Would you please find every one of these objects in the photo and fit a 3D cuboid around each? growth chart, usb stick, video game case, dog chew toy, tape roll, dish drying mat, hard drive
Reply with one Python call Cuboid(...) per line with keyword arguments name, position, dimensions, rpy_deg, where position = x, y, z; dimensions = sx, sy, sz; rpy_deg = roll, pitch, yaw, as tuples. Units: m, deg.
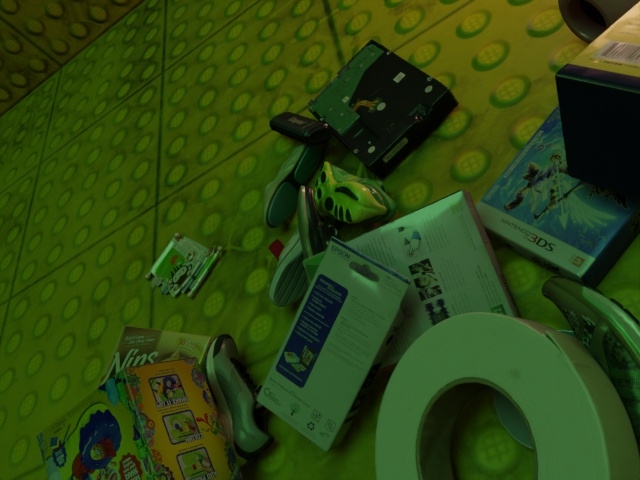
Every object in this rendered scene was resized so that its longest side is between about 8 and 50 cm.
Cuboid(name="growth chart", position=(-0.354, 0.066, 1.624), dimensions=(0.237, 0.021, 0.171), rpy_deg=(17, 74, 46))
Cuboid(name="usb stick", position=(-0.051, -0.273, 1.540), dimensions=(0.077, 0.045, 0.278), rpy_deg=(-20, 23, -16))
Cuboid(name="video game case", position=(0.421, -0.082, 1.059), dimensions=(0.269, 0.061, 0.244), rpy_deg=(-51, 44, -2))
Cuboid(name="dog chew toy", position=(0.586, -0.496, 1.126), dimensions=(0.332, 0.206, 0.206), rpy_deg=(-42, 42, -3))
Cuboid(name="tape roll", position=(0.223, 0.288, 0.848), dimensions=(0.392, 0.072, 0.391), rpy_deg=(-26, 57, 49))
Cuboid(name="dish drying mat", position=(-0.091, 0.026, 1.443), dimensions=(0.032, 0.008, 0.083), rpy_deg=(-48, 43, 3))
Cuboid(name="hard drive", position=(0.128, -0.310, 1.461), dimensions=(0.237, 0.064, 0.339), rpy_deg=(-44, 43, 5))

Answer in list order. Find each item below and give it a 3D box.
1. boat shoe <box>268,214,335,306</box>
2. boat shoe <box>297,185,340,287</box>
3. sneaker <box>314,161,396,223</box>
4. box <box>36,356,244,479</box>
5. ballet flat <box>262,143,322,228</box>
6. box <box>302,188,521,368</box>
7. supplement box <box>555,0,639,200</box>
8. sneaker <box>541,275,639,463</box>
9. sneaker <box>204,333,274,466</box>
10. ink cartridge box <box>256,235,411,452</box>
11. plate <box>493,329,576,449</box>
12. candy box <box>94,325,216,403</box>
Cuboid(name="boat shoe", position=(-0.047, 0.044, 1.355), dimensions=(0.076, 0.083, 0.226), rpy_deg=(0, 49, 53))
Cuboid(name="boat shoe", position=(0.000, 0.000, 1.280), dimensions=(0.079, 0.084, 0.232), rpy_deg=(-11, 80, -12))
Cuboid(name="sneaker", position=(0.065, -0.088, 1.335), dimensions=(0.295, 0.124, 0.109), rpy_deg=(-134, 58, -64))
Cuboid(name="box", position=(-0.321, 0.405, 1.141), dimensions=(0.290, 0.177, 0.279), rpy_deg=(-38, 68, 27))
Cuboid(name="ballet flat", position=(-0.080, -0.133, 1.496), dimensions=(0.086, 0.086, 0.248), rpy_deg=(9, 58, 43))
Cuboid(name="box", position=(0.147, 0.082, 1.096), dimensions=(0.322, 0.058, 0.232), rpy_deg=(-24, 78, 23))
Cuboid(name="supplement box", position=(0.537, -0.239, 0.911), dimensions=(0.357, 0.194, 0.195), rpy_deg=(-40, 41, -15))
Cuboid(name="sneaker", position=(0.375, 0.217, 0.801), dimensions=(0.182, 0.158, 0.410), rpy_deg=(-38, 47, 14))
Cuboid(name="sneaker", position=(-0.154, 0.300, 1.246), dimensions=(0.108, 0.100, 0.271), rpy_deg=(-27, 52, 10))
Cuboid(name="ink cartridge box", position=(0.028, 0.174, 1.087), dimensions=(0.165, 0.065, 0.332), rpy_deg=(31, 104, 25))
Cuboid(name="plate", position=(0.347, 0.221, 0.931), dimensions=(0.188, 0.024, 0.188), rpy_deg=(-20, 51, 26))
Cuboid(name="candy box", position=(-0.351, 0.297, 1.406), dimensions=(0.317, 0.087, 0.182), rpy_deg=(-1, 61, 40))
